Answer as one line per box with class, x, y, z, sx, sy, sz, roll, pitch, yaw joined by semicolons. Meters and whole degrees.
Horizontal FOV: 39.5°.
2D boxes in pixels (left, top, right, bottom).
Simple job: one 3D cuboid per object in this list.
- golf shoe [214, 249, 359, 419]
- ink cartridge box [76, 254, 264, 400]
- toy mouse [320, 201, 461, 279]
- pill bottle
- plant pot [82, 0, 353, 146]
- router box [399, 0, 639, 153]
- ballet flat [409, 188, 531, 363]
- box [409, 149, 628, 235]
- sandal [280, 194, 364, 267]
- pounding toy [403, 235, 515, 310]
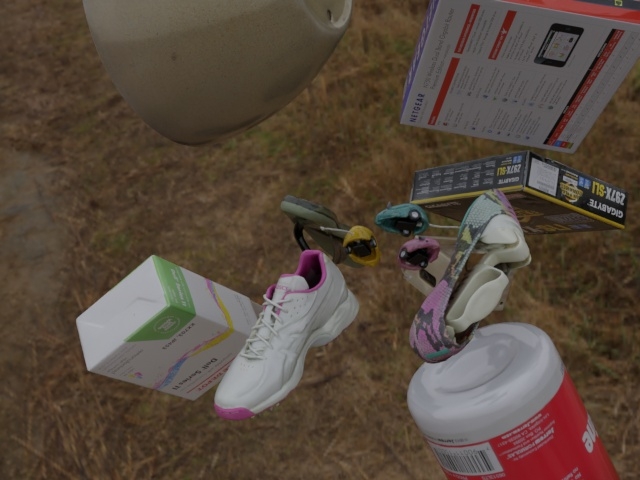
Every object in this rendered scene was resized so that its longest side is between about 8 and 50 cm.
golf shoe;-0.064;0.133;1.320;0.115;0.140;0.306;5;37;37
ink cartridge box;-0.246;0.180;1.653;0.207;0.353;0.119;-38;54;17
toy mouse;0.101;-0.007;1.053;0.143;0.161;0.031;-19;50;25
pill bottle;0.311;0.344;1.315;0.229;0.408;0.229;-27;16;8
plant pot;-0.079;-0.256;0.927;0.190;0.284;0.284;-10;29;30
router box;0.297;-0.273;1.350;0.301;0.335;0.082;10;65;-2
ballet flat;0.167;0.033;0.912;0.079;0.077;0.222;-13;37;54
box;0.365;-0.079;1.669;0.257;0.079;0.322;15;-10;-30
sandal;-0.002;-0.001;1.676;0.120;0.303;0.086;12;77;28
pounding toy;0.200;0.055;1.322;0.130;0.100;0.141;3;21;-30
